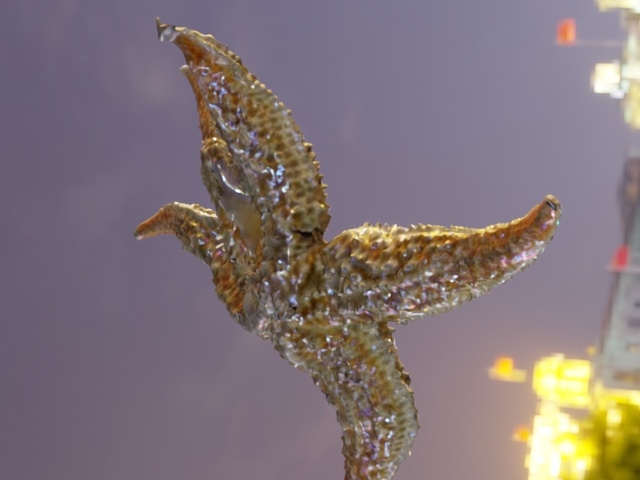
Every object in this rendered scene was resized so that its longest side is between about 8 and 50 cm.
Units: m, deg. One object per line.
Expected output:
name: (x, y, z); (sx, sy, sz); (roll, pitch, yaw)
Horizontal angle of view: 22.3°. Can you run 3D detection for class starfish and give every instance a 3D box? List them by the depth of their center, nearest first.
starfish: (-0.022, -0.011, 1.010); (0.084, 0.293, 0.301); (-24, -28, -38)
